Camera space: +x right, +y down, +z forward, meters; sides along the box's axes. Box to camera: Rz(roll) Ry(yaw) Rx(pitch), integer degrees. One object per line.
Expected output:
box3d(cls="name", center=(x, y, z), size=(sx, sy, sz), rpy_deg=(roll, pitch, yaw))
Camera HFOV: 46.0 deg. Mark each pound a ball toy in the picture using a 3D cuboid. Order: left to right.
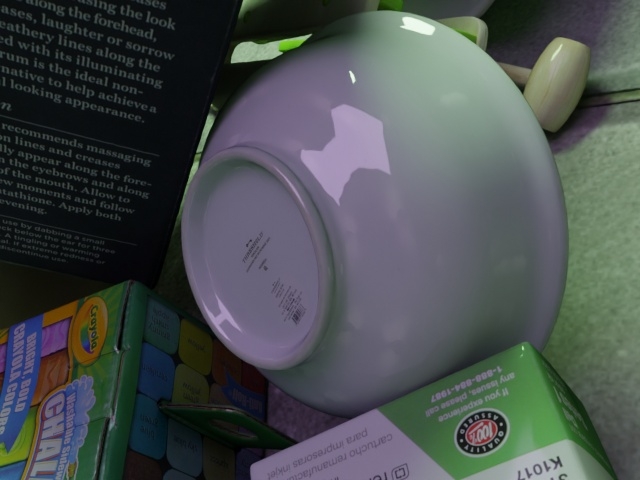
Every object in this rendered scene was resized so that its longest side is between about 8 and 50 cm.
box3d(cls="pound a ball toy", center=(0.050, -0.139, 0.696), size=(0.319, 0.208, 0.135), rpy_deg=(17, 93, 56))

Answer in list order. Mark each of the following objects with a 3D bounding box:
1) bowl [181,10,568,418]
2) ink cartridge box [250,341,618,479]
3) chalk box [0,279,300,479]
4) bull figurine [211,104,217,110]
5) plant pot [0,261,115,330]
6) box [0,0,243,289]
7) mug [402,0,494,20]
box3d(cls="bowl", center=(0.000, 0.000, 0.509), size=(0.298, 0.134, 0.297), rpy_deg=(17, 114, 44))
box3d(cls="ink cartridge box", center=(0.087, 0.228, 0.402), size=(0.201, 0.117, 0.278), rpy_deg=(-28, 47, 17))
box3d(cls="chalk box", center=(-0.157, 0.161, 0.595), size=(0.289, 0.180, 0.179), rpy_deg=(-20, 49, 23))
box3d(cls="bull figurine", center=(-0.228, -0.185, 0.959), size=(0.310, 0.101, 0.188), rpy_deg=(-48, 45, -3))
box3d(cls="plant pot", center=(-0.338, 0.029, 0.818), size=(0.284, 0.191, 0.284), rpy_deg=(-19, 49, 24))
box3d(cls="box", center=(-0.174, -0.201, 0.577), size=(0.395, 0.212, 0.293), rpy_deg=(119, 159, -46))
box3d(cls="mug", center=(0.096, -0.401, 0.786), size=(0.328, 0.276, 0.374), rpy_deg=(-59, 14, -23))
